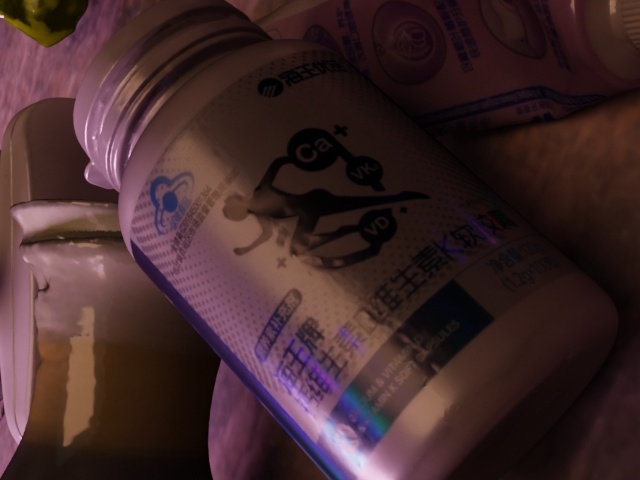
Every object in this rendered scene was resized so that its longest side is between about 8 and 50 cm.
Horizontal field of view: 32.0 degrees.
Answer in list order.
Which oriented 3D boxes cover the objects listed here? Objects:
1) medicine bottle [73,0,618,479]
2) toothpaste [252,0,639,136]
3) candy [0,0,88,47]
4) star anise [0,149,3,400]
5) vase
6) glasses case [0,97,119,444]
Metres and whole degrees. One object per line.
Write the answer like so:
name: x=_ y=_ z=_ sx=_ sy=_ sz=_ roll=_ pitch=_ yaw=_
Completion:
medicine bottle: x=0.000 y=0.000 z=0.391 sx=0.191 sy=0.107 sz=0.107 roll=45 pitch=119 yaw=23
toothpaste: x=0.026 y=-0.070 z=0.449 sx=0.301 sy=0.048 sz=0.075 roll=-1 pitch=95 yaw=50
candy: x=-0.160 y=-0.220 z=0.640 sx=0.097 sy=0.097 sz=0.209 roll=19 pitch=96 yaw=48
star anise: x=-0.202 y=0.045 z=0.630 sx=0.204 sy=0.061 sz=0.180 roll=115 pitch=167 yaw=-78
vase: x=-0.097 y=0.149 z=0.479 sx=0.173 sy=0.173 sz=0.321 roll=-1 pitch=80 yaw=48
glasses case: x=-0.131 y=0.019 z=0.590 sx=0.049 sy=0.074 sz=0.193 roll=-13 pitch=77 yaw=43
